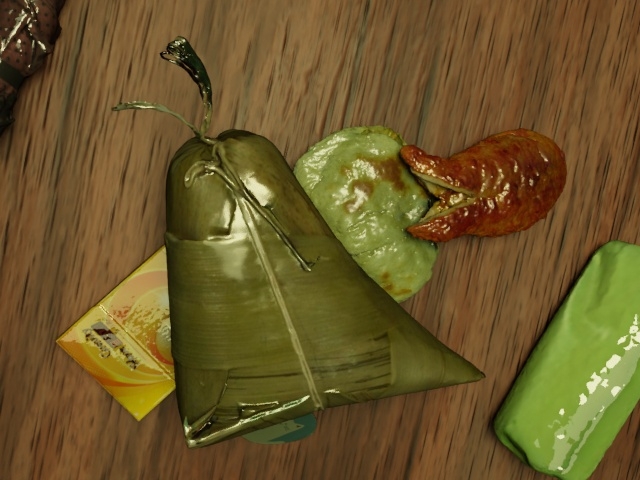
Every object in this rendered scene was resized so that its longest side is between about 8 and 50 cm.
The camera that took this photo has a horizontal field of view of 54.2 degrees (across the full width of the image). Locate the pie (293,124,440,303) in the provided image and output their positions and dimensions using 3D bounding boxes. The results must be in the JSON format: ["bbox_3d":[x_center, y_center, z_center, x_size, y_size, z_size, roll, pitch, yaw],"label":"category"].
[{"bbox_3d":[0.071,-0.031,0.830,0.200,0.090,0.248,-22,102,-10],"label":"pie"}]

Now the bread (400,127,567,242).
[{"bbox_3d":[0.225,-0.073,0.823,0.268,0.095,0.140,-12,92,-32],"label":"bread"}]

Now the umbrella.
[{"bbox_3d":[-0.372,-0.216,0.732,0.090,0.094,0.326,28,80,-26],"label":"umbrella"}]

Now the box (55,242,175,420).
[{"bbox_3d":[-0.187,0.089,0.819,0.269,0.043,0.152,-41,101,-4],"label":"box"}]

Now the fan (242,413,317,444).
[{"bbox_3d":[-0.091,0.253,0.844,0.175,0.005,0.113,-13,134,9],"label":"fan"}]

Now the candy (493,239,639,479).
[{"bbox_3d":[0.379,0.169,0.875,0.131,0.142,0.344,31,89,-2],"label":"candy"}]

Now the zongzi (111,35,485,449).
[{"bbox_3d":[0.000,0.000,0.723,0.417,0.181,0.448,-5,105,-11],"label":"zongzi"}]
